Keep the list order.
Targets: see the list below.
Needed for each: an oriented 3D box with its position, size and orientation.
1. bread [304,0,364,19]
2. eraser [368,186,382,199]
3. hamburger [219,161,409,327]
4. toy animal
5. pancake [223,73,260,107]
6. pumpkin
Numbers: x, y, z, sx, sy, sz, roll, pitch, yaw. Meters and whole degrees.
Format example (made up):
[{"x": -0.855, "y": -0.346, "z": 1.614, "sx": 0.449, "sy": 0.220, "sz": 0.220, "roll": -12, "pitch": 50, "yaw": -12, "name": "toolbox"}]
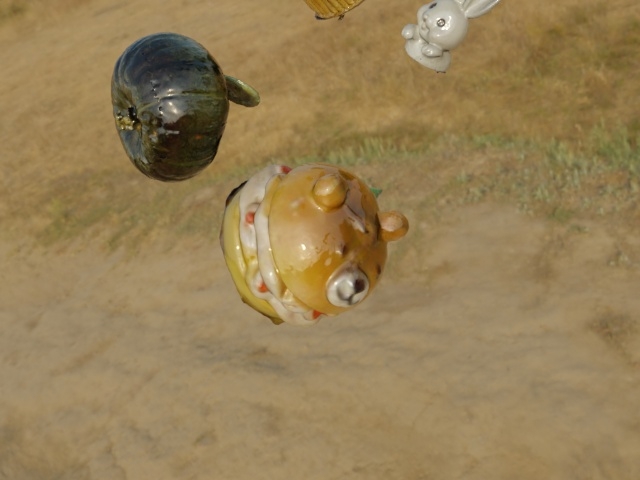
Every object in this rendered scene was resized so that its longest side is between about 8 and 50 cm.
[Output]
[{"x": 0.036, "y": -0.524, "z": 1.442, "sx": 0.199, "sy": 0.104, "sz": 0.199, "roll": -26, "pitch": 43, "yaw": 27, "name": "bread"}, {"x": -0.004, "y": -0.089, "z": 1.767, "sx": 0.274, "sy": 0.092, "sz": 0.210, "roll": 11, "pitch": 19, "yaw": 13, "name": "eraser"}, {"x": 0.000, "y": 0.000, "z": 1.233, "sx": 0.236, "sy": 0.276, "sz": 0.276, "roll": -13, "pitch": 28, "yaw": 42, "name": "hamburger"}, {"x": 0.247, "y": -0.429, "z": 1.432, "sx": 0.130, "sy": 0.221, "sz": 0.104, "roll": -2, "pitch": 52, "yaw": -36, "name": "toy animal"}, {"x": -0.146, "y": -0.255, "z": 1.290, "sx": 0.108, "sy": 0.108, "sz": 0.017, "roll": 15, "pitch": 74, "yaw": 48, "name": "pancake"}, {"x": -0.246, "y": -0.209, "z": 1.196, "sx": 0.159, "sy": 0.238, "sz": 0.238, "roll": -10, "pitch": 17, "yaw": -38, "name": "pumpkin"}]
